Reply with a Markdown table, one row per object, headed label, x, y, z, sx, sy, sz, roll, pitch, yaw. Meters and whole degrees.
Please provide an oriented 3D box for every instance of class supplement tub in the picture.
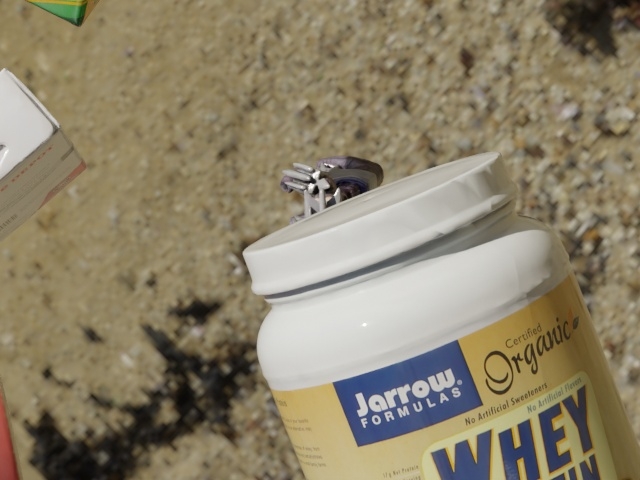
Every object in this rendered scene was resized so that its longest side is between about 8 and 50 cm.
| label | x | y | z | sx | sy | sz | roll | pitch | yaw |
| --- | --- | --- | --- | --- | --- | --- | --- | --- | --- |
| supplement tub | 0.091 | 0.117 | 1.102 | 0.228 | 0.228 | 0.316 | -15 | 99 | 51 |

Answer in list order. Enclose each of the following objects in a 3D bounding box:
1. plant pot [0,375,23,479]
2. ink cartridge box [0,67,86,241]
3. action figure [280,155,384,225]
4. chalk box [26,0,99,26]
| label | x | y | z | sx | sy | sz | roll | pitch | yaw |
| --- | --- | --- | --- | --- | --- | --- | --- | --- | --- |
| plant pot | -0.362 | 0.179 | 1.226 | 0.275 | 0.243 | 0.274 | 168 | 90 | -76 |
| ink cartridge box | -0.346 | -0.078 | 1.671 | 0.092 | 0.158 | 0.218 | 48 | 173 | 3 |
| action figure | 0.000 | 0.000 | 1.655 | 0.099 | 0.285 | 0.185 | 11 | 109 | 4 |
| chalk box | -0.270 | -0.316 | 1.407 | 0.213 | 0.132 | 0.132 | 27 | 137 | 0 |
